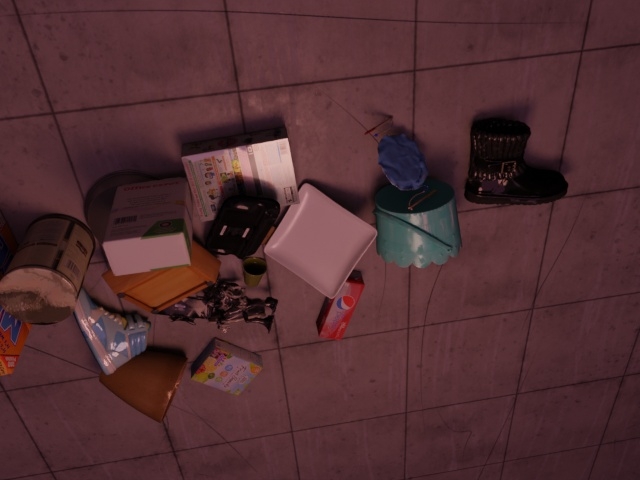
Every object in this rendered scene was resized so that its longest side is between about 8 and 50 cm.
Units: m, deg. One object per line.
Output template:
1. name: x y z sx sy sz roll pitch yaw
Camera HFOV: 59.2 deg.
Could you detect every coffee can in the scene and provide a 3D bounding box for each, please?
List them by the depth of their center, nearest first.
1. coffee can: -0.780 0.078 1.626 0.202 0.275 0.201 -4 124 -7

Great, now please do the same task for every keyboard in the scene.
1. keyboard: -0.485 0.234 1.940 0.192 0.038 0.100 9 98 -14

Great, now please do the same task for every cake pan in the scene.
1. cake pan: -0.563 -0.070 1.700 0.294 0.054 0.293 -4 124 -7

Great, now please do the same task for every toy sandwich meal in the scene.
1. toy sandwich meal: -0.175 -0.024 1.816 0.086 0.029 0.085 -11 133 -12

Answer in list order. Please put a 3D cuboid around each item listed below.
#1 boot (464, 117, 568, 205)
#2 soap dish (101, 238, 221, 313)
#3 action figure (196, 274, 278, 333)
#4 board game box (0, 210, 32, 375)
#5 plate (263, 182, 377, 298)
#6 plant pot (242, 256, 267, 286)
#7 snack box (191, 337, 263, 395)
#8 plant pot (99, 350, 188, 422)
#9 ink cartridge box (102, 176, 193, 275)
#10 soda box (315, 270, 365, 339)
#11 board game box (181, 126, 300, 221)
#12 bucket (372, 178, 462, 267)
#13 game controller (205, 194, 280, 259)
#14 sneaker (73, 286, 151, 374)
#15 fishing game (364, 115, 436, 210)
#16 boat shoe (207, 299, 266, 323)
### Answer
1. boot: 0.621 -0.246 1.744 0.348 0.131 0.260 -4 124 -7
2. soap dish: -0.485 0.106 1.754 0.291 0.118 0.229 -27 146 10
3. action figure: -0.286 0.214 1.870 0.276 0.141 0.163 15 102 -3
4. board game box: -1.065 0.160 1.582 0.357 0.356 0.356 -10 124 -3
5. plate: 0.000 0.000 1.777 0.277 0.045 0.278 35 110 6
6. plant pot: -0.224 0.111 1.875 0.084 0.083 0.079 5 136 -13
7. snack box: -0.347 0.471 2.093 0.207 0.070 0.174 27 115 -27
8. plant pot: -0.628 0.483 1.978 0.255 0.237 0.237 21 119 -4
9. ink cartridge box: -0.457 -0.045 1.535 0.202 0.278 0.117 -8 127 -5
10. soda box: 0.066 0.228 1.994 0.092 0.083 0.263 10 121 -16
11. board game box: -0.229 -0.193 1.651 0.304 0.097 0.223 -11 125 -3
12. bucket: 0.294 -0.060 1.736 0.281 0.281 0.183 -12 119 -2
13. game controller: -0.240 -0.038 1.701 0.167 0.067 0.319 14 146 -18
14. sneaker: -0.690 0.262 1.877 0.208 0.127 0.318 -27 106 -25
15. fishing game: 0.235 -0.229 1.647 0.264 0.189 0.041 56 144 -4
16. boat shoe: -0.296 0.253 1.974 0.206 0.075 0.064 -9 82 3
